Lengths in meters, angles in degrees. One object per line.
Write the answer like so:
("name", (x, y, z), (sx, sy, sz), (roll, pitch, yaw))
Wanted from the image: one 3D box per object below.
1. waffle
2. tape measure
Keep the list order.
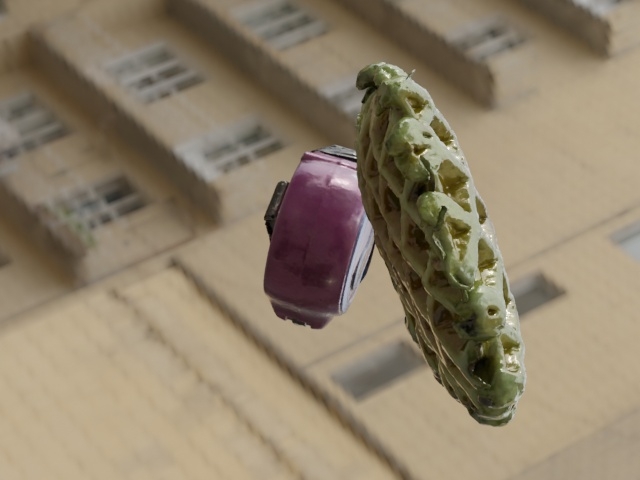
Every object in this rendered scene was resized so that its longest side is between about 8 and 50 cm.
("waffle", (0.063, 0.002, 1.080), (0.208, 0.054, 0.214), (141, -70, -83))
("tape measure", (0.000, 0.000, 1.394), (0.074, 0.118, 0.125), (15, -40, 8))
